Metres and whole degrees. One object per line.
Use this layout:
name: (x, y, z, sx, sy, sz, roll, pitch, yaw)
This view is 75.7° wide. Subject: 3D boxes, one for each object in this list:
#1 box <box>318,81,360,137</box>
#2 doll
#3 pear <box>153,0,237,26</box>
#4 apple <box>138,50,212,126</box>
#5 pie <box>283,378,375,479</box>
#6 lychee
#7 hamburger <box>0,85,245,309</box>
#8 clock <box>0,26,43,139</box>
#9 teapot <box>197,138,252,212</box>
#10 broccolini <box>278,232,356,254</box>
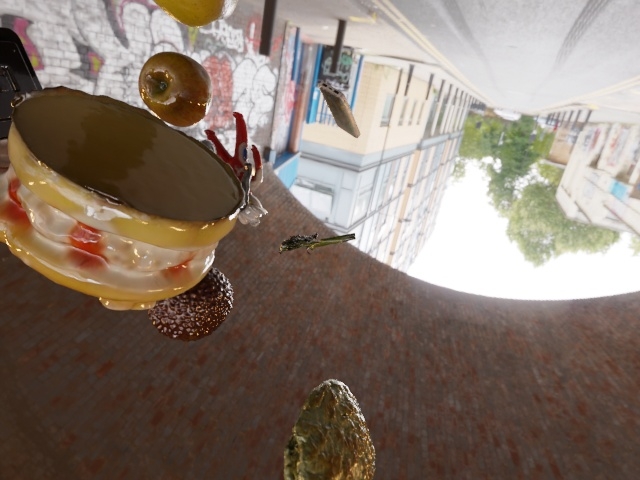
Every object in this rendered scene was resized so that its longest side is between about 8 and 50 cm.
box: (0.085, -0.543, 1.733, 0.142, 0.044, 0.285, 43, 178, 29)
doll: (-0.268, -0.221, 1.350, 0.188, 0.384, 0.099, -26, 168, 21)
pear: (-0.444, -0.944, 1.374, 0.362, 0.418, 0.362, -13, -136, 13)
apple: (-0.530, -0.552, 1.504, 0.264, 0.264, 0.264, 10, -160, -4)
pie: (0.017, 0.364, 0.734, 0.201, 0.090, 0.248, 58, -152, -3)
lychee: (-0.442, 0.210, 1.421, 0.276, 0.276, 0.304, 29, -177, 39)
hamburger: (-0.265, -0.044, 0.508, 0.302, 0.186, 0.261, 14, -150, -43)
clock: (-0.830, -0.406, 1.059, 0.049, 0.279, 0.273, -9, -158, 13)
teapot: (-0.359, -0.137, 1.176, 0.223, 0.285, 0.305, 2, -159, 29)
broccolini: (0.006, 0.000, 1.211, 0.271, 0.062, 0.123, -7, -156, 40)
